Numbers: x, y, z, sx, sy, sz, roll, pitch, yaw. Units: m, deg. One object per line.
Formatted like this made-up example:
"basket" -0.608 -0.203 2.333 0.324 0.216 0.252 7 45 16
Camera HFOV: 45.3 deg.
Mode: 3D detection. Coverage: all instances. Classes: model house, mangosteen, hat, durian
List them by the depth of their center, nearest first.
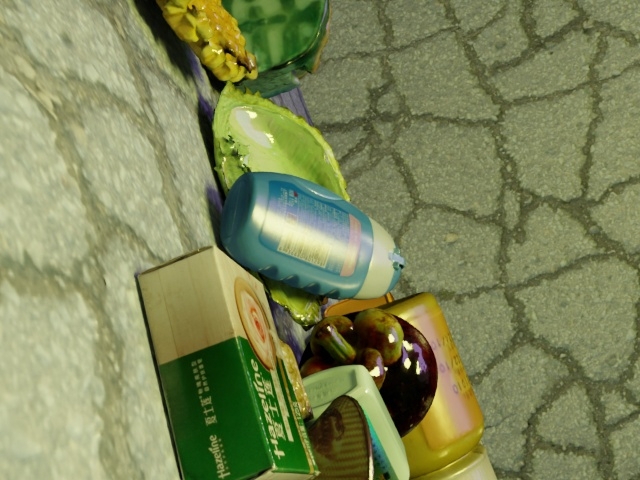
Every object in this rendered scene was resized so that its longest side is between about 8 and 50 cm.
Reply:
"hat" -0.019 0.246 0.765 0.193 0.082 0.193 -168 -90 -73
"mangosteen" 0.056 0.174 1.027 0.230 0.194 0.194 61 10 -56
"durian" -0.050 -0.056 1.108 0.198 0.163 0.394 49 27 -62
"model house" -0.100 -0.399 1.424 0.329 0.251 0.295 60 9 -83

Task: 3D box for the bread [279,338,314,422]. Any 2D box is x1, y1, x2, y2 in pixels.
"bread" -0.051 0.156 0.844 0.066 0.060 0.110 84 -14 -64

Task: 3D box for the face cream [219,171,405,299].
"face cream" 0.000 0.000 1.015 0.264 0.083 0.149 22 63 -28

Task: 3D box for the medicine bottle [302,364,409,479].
"medicine bottle" 0.041 0.265 0.941 0.083 0.121 0.229 -99 166 -62

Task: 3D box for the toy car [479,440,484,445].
"toy car" 0.237 0.446 1.553 0.248 0.198 0.204 49 20 -71

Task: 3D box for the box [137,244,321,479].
"box" -0.079 0.119 0.667 0.135 0.081 0.199 51 17 -68

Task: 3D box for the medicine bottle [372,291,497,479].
"medicine bottle" 0.150 0.295 1.251 0.224 0.224 0.384 12 56 -81

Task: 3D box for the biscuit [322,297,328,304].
"biscuit" -0.045 -0.002 1.390 0.273 0.049 0.257 40 29 -78

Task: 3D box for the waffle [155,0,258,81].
"waffle" -0.199 -0.365 1.093 0.329 0.062 0.329 55 11 -17

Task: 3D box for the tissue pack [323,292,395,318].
"tissue pack" 0.124 0.242 1.545 0.274 0.145 0.194 55 14 -59
